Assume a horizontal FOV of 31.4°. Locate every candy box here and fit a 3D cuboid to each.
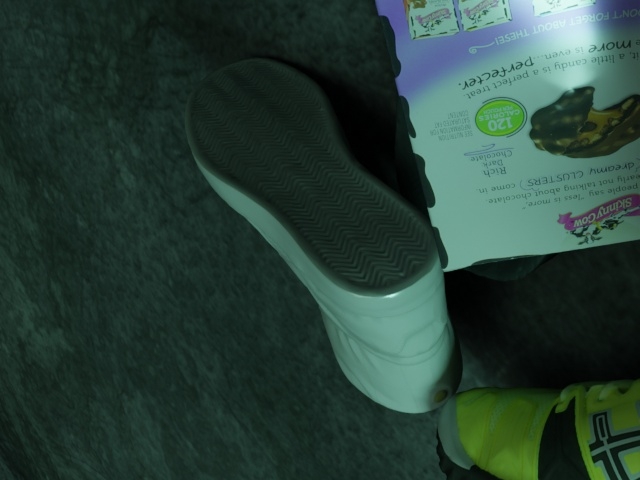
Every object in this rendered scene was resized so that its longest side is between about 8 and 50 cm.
[{"bbox_3d":[0.119,-0.091,0.539,0.165,0.070,0.196,-9,125,12],"label":"candy box"}]

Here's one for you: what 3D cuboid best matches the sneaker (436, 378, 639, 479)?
[{"bbox_3d":[0.223,0.114,0.617,0.385,0.145,0.147,6,92,48],"label":"sneaker"}]

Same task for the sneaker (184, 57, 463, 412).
[{"bbox_3d":[0.000,0.000,0.811,0.292,0.108,0.169,54,169,44],"label":"sneaker"}]

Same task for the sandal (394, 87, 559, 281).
[{"bbox_3d":[0.085,-0.163,0.605,0.168,0.107,0.445,26,131,41],"label":"sandal"}]
